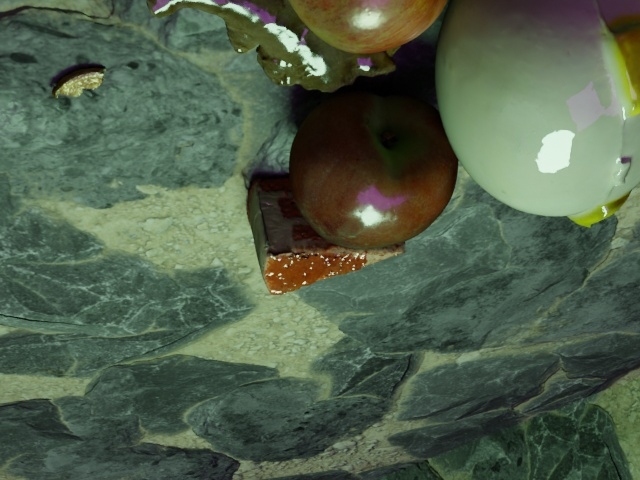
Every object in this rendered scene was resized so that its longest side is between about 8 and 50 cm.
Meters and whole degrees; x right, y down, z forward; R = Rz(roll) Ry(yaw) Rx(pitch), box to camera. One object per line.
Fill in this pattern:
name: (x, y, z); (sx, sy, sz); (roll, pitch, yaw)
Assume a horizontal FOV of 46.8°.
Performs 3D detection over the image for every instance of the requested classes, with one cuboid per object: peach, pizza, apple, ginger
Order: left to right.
pizza: (-0.323, -0.212, 0.992); (0.083, 0.016, 0.037); (-22, 144, 8)
ginger: (-0.041, -0.279, 0.935); (0.333, 0.080, 0.166); (27, 116, -35)
peach: (0.075, -0.099, 1.096); (0.253, 0.252, 0.252); (-8, 146, -6)
apple: (0.056, -0.305, 0.808); (0.164, 0.209, 0.209); (-17, 149, 33)

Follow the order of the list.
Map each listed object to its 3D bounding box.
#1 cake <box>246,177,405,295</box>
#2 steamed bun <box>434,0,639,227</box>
cake: (0.000, 0.000, 1.280); (0.262, 0.158, 0.159); (2, 148, -22)
steamed bun: (0.298, -0.205, 0.923); (0.334, 0.333, 0.374); (-15, 147, 3)
